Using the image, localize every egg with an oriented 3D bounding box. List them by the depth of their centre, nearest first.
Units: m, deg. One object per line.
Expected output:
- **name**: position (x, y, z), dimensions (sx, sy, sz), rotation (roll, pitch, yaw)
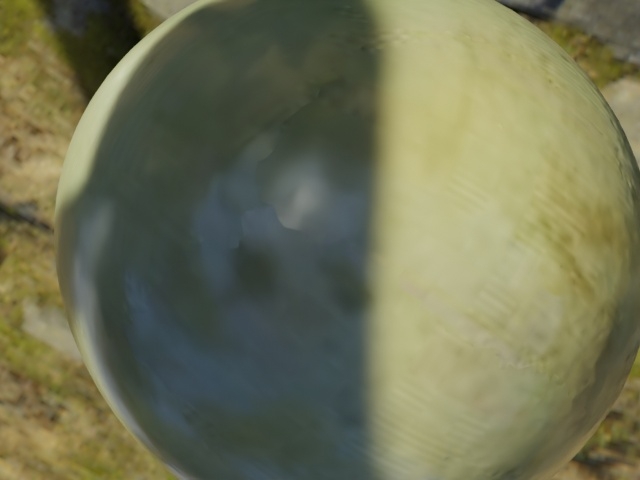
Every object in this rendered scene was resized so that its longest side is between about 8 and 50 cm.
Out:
- **egg**: position (0.000, 0.000, 0.649), dimensions (0.218, 0.218, 0.295), rotation (51, 165, -25)
